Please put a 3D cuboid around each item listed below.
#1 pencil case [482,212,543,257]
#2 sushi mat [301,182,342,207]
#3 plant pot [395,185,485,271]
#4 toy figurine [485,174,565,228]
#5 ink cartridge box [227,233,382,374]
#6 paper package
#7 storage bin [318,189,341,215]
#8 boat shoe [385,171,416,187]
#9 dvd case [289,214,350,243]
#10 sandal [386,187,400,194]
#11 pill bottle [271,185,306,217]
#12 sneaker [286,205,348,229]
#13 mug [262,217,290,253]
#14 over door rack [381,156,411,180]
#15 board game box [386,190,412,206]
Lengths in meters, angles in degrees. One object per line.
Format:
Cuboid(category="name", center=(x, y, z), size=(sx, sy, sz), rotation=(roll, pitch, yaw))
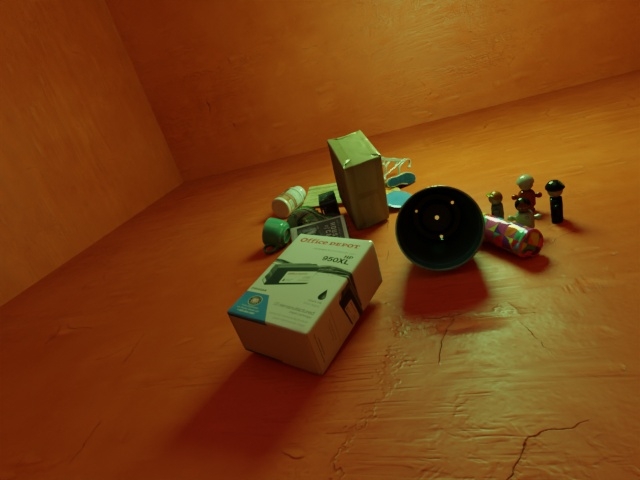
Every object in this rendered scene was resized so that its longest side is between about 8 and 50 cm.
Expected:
Cuboid(category="pencil case", center=(0.601, -0.018, 1.370), size=(0.104, 0.105, 0.236), rotation=(-23, 22, -13))
Cuboid(category="sushi mat", center=(0.039, -0.252, 2.292), size=(0.316, 0.019, 0.152), rotation=(-4, 57, 38))
Cuboid(category="plant pot", center=(0.398, -0.059, 1.428), size=(0.271, 0.272, 0.255), rotation=(-11, 8, 16))
Cuboid(category="toy figurine", center=(0.714, -0.130, 1.466), size=(0.209, 0.148, 0.213), rotation=(-22, 24, -9))
Cuboid(category="ink cartridge box", center=(-0.031, 0.161, 1.249), size=(0.285, 0.166, 0.395), rotation=(7, 39, 33))
Cuboid(category="paper package", center=(0.166, -0.275, 1.877), size=(0.168, 0.325, 0.310), rotation=(-19, 38, -3))
Cuboid(category="storage bin", center=(0.046, -0.158, 2.047), size=(0.084, 0.122, 0.180), rotation=(-16, 23, 4))
Cuboid(category="boat shoe", center=(0.413, -0.315, 2.202), size=(0.183, 0.066, 0.066), rotation=(-13, -1, -22))
Cuboid(category="dvd case", center=(0.000, 0.000, 1.729), size=(0.238, 0.030, 0.180), rotation=(-15, 57, 7))
Cuboid(category="sandal", center=(0.281, -0.230, 2.098), size=(0.265, 0.076, 0.102), rotation=(-29, 25, -24))
Cuboid(category="pill bottle", center=(-0.171, -0.222, 2.350), size=(0.121, 0.121, 0.216), rotation=(-3, 27, 31))
Cuboid(category="sneaker", center=(-0.045, -0.067, 1.895), size=(0.146, 0.134, 0.343), rotation=(-35, 29, -34))
Cuboid(category="mug", center=(-0.197, -0.020, 1.929), size=(0.097, 0.158, 0.129), rotation=(12, 14, 18))
Cuboid(category="over door rack", center=(0.313, -0.364, 2.336), size=(0.324, 0.108, 0.239), rotation=(-31, 27, -24))
Cuboid(category="board game box", center=(0.361, -0.184, 1.985), size=(0.168, 0.033, 0.133), rotation=(-27, 41, -32))
